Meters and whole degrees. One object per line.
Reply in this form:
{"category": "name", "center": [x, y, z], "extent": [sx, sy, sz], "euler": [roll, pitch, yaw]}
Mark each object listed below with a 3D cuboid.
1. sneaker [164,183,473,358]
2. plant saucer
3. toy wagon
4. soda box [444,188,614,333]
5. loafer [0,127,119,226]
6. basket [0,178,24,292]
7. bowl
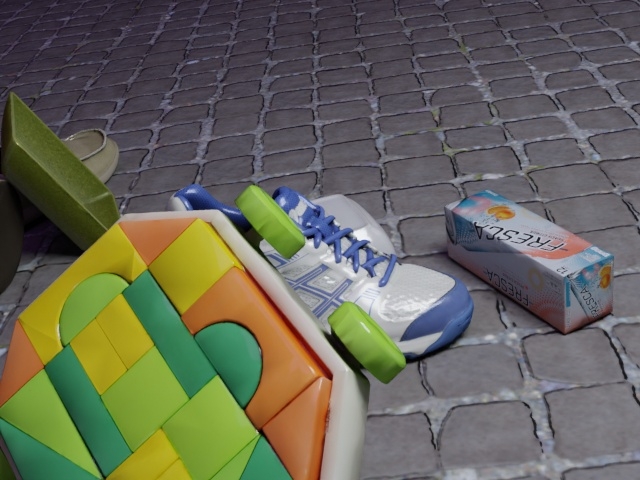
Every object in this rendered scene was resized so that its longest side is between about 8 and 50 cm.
{"category": "sneaker", "center": [-0.009, 0.022, 0.827], "extent": [0.296, 0.131, 0.112], "euler": [6, 26, 8]}
{"category": "plant saucer", "center": [-0.311, -0.069, 1.085], "extent": [0.045, 0.188, 0.188], "euler": [-40, 31, 2]}
{"category": "toy wagon", "center": [-0.072, 0.131, 0.580], "extent": [0.267, 0.068, 0.344], "euler": [-43, 56, 4]}
{"category": "soda box", "center": [0.192, 0.015, 0.870], "extent": [0.058, 0.063, 0.183], "euler": [-21, 30, -21]}
{"category": "loafer", "center": [-0.365, -0.093, 1.206], "extent": [0.101, 0.092, 0.268], "euler": [7, 32, 27]}
{"category": "basket", "center": [-0.458, -0.011, 1.011], "extent": [0.226, 0.204, 0.154], "euler": [5, 52, 5]}
{"category": "bowl", "center": [0.000, 0.000, 0.968], "extent": [0.142, 0.053, 0.142], "euler": [-15, 29, -13]}
